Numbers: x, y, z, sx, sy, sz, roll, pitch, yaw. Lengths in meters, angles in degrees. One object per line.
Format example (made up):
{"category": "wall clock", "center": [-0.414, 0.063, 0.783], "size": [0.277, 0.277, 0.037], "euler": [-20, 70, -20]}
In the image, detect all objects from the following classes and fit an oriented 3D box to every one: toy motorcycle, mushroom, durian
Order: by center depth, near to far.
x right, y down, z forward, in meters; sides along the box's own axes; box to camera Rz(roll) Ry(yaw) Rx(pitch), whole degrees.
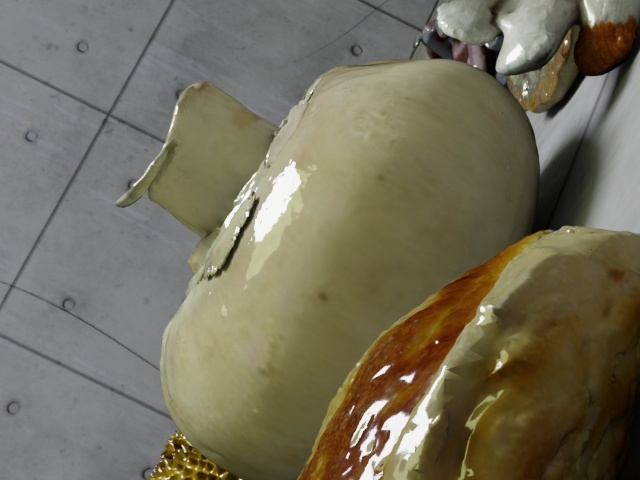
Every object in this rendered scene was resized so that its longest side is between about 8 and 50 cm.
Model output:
{"category": "mushroom", "center": [0.000, 0.000, 0.731], "size": [0.246, 0.202, 0.246], "euler": [-53, 9, 12]}
{"category": "toy motorcycle", "center": [0.126, -0.149, 1.039], "size": [0.212, 0.084, 0.118], "euler": [-92, 27, -58]}
{"category": "durian", "center": [-0.089, 0.221, 1.192], "size": [0.168, 0.137, 0.158], "euler": [-51, 21, -3]}

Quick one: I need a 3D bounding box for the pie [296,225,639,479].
{"category": "pie", "center": [0.040, 0.071, 0.430], "size": [0.178, 0.084, 0.205], "euler": [-64, -1, 0]}

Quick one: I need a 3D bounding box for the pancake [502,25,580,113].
{"category": "pancake", "center": [0.141, -0.152, 0.860], "size": [0.158, 0.028, 0.158], "euler": [-172, 90, -84]}

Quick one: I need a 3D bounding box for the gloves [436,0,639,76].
{"category": "gloves", "center": [0.111, -0.184, 0.746], "size": [0.140, 0.218, 0.131], "euler": [-35, -13, 34]}
